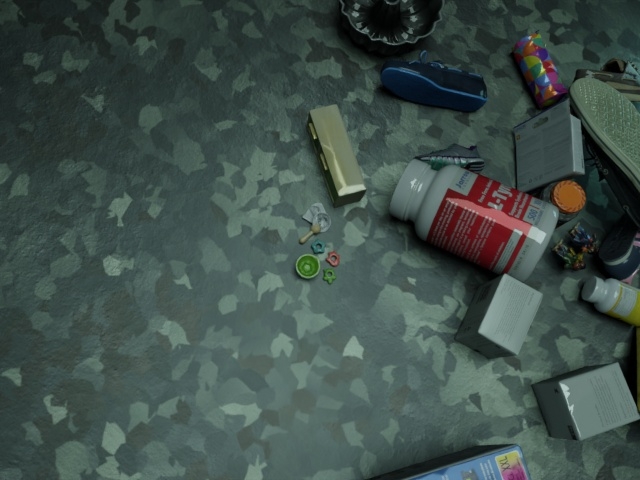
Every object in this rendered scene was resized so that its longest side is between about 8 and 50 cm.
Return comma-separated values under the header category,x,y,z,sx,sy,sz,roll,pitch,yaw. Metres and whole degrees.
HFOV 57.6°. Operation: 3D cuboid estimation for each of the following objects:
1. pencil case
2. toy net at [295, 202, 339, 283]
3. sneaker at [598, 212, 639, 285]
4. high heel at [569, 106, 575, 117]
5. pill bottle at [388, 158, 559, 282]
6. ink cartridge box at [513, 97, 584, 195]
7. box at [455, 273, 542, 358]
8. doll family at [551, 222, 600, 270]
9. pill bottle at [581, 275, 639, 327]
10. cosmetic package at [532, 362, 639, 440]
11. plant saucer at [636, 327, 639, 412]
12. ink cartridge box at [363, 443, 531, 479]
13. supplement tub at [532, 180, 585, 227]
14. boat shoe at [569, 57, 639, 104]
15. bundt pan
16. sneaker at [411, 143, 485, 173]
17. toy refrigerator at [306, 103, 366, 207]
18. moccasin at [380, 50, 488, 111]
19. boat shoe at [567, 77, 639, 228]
category,x,y,z,sx,sy,sz,roll,pitch,yaw
pencil case,0.691,-0.537,1.828,0.105,0.104,0.236,-15,78,-11
toy net,0.000,0.000,1.625,0.122,0.045,0.232,8,74,-4
sneaker,0.940,0.002,1.723,0.319,0.112,0.131,-41,112,-20
high heel,0.861,-0.403,1.840,0.244,0.082,0.117,-2,31,10
pill bottle,0.405,-0.067,1.579,0.408,0.229,0.229,25,73,14
ink cartridge box,0.656,-0.263,1.685,0.045,0.223,0.223,8,75,-23
box,0.473,0.206,1.554,0.119,0.181,0.181,29,74,2
doll family,0.754,0.026,1.694,0.193,0.076,0.111,-39,78,-18
pill bottle,0.846,0.169,1.649,0.184,0.103,0.103,23,73,0
cosmetic package,0.696,0.424,1.536,0.184,0.151,0.151,-14,76,-11
plant saucer,1.011,0.395,1.543,0.333,0.081,0.332,30,45,2
ink cartridge box,0.264,0.606,1.374,0.396,0.270,0.151,-11,71,-9
supplement tub,0.659,-0.095,1.653,0.117,0.190,0.116,2,75,-6
boat shoe,0.925,-0.492,1.788,0.356,0.132,0.130,-13,112,-22
bundt pan,0.208,-0.715,1.805,0.331,0.124,0.330,2,74,-6
sneaker,0.370,-0.244,1.732,0.224,0.083,0.098,1,54,-11
toy refrigerator,0.039,-0.240,1.666,0.094,0.102,0.269,-15,78,-10
moccasin,0.341,-0.485,1.770,0.342,0.138,0.116,14,69,-17
boat shoe,0.844,-0.238,1.643,0.187,0.156,0.500,-23,75,-22
